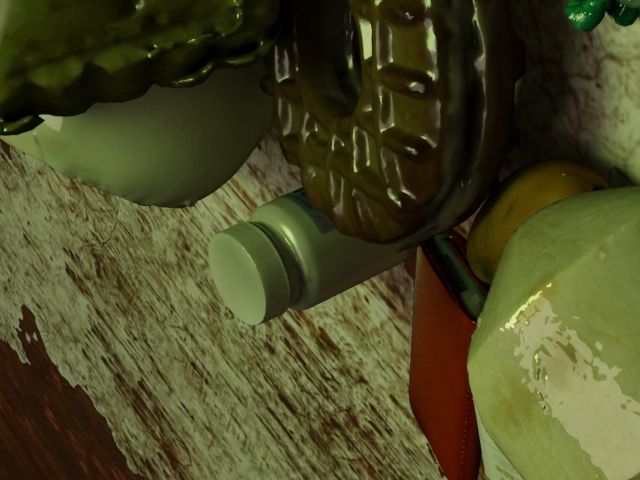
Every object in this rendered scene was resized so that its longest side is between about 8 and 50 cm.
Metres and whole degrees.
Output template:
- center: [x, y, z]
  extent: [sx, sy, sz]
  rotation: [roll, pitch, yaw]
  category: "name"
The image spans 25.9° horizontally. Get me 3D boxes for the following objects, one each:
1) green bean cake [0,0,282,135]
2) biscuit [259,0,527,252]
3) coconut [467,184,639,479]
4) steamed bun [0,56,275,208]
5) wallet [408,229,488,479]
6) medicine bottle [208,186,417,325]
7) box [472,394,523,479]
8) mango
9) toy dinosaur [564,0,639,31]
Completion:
- center: [-0.185, -0.256, 1.062]
  extent: [0.202, 0.285, 0.310]
  rotation: [-178, 69, -83]
  category: "green bean cake"
- center: [0.043, -0.158, 1.100]
  extent: [0.332, 0.103, 0.332]
  rotation: [43, 139, 53]
  category: "biscuit"
- center: [0.203, 0.071, 0.870]
  extent: [0.241, 0.241, 0.241]
  rotation: [37, 140, 39]
  category: "coconut"
- center: [-0.170, -0.200, 1.306]
  extent: [0.309, 0.309, 0.309]
  rotation: [37, 140, 39]
  category: "steamed bun"
- center: [0.119, 0.106, 1.252]
  extent: [0.142, 0.045, 0.204]
  rotation: [-115, 21, -50]
  category: "wallet"
- center: [0.000, 0.000, 1.248]
  extent: [0.103, 0.187, 0.102]
  rotation: [38, 140, 40]
  category: "medicine bottle"
- center: [0.171, 0.184, 1.161]
  extent: [0.084, 0.040, 0.154]
  rotation: [29, 139, 51]
  category: "box"
- center: [0.166, -0.011, 1.063]
  extent: [0.089, 0.111, 0.163]
  rotation: [37, 178, -16]
  category: "mango"
- center: [0.205, -0.188, 0.925]
  extent: [0.132, 0.059, 0.096]
  rotation: [61, 145, 23]
  category: "toy dinosaur"
